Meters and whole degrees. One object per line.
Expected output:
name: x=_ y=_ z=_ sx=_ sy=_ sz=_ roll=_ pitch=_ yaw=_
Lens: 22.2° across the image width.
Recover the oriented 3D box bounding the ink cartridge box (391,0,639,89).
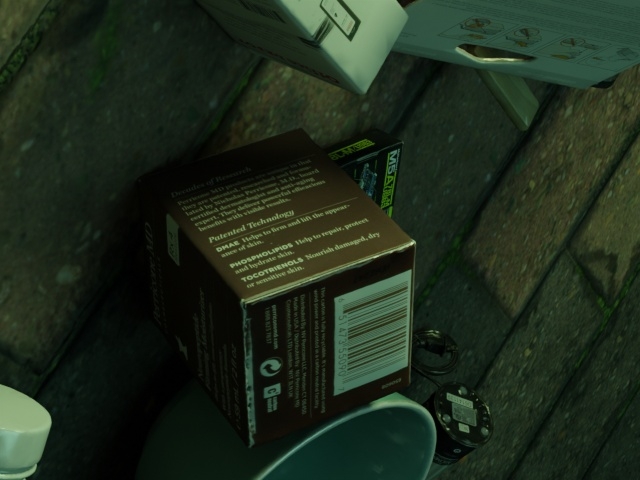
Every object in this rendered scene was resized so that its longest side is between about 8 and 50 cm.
ink cartridge box: x=0.211 y=-0.219 z=1.474 sx=0.296 sy=0.261 sz=0.066 roll=7 pitch=78 yaw=-31

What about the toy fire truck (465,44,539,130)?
toy fire truck: x=0.201 y=-0.262 z=1.645 sx=0.217 sy=0.158 sz=0.246 roll=-36 pitch=151 yaw=-35

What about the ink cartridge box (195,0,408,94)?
ink cartridge box: x=-0.039 y=-0.215 z=1.323 sx=0.086 sy=0.148 sz=0.203 roll=-60 pitch=149 yaw=-6

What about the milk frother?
milk frother: x=0.119 y=0.199 z=1.913 sx=0.135 sy=0.129 sz=0.143 roll=-44 pitch=-162 yaw=42

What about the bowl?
bowl: x=-0.057 y=0.224 z=1.578 sx=0.311 sy=0.163 sz=0.312 roll=-31 pitch=147 yaw=-24

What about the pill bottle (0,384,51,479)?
pill bottle: x=-0.300 y=0.232 z=1.307 sx=0.131 sy=0.131 sz=0.229 roll=5 pitch=109 yaw=-56

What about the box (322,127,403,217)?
box: x=0.000 y=0.000 z=1.637 sx=0.184 sy=0.045 sz=0.191 roll=-27 pitch=134 yaw=-44

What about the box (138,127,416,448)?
box: x=-0.039 y=0.038 z=1.425 sx=0.167 sy=0.203 sz=0.168 roll=-20 pitch=131 yaw=-23

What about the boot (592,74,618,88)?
boot: x=0.330 y=-0.251 z=1.722 sx=0.223 sy=0.118 sz=0.338 roll=-64 pitch=173 yaw=27
